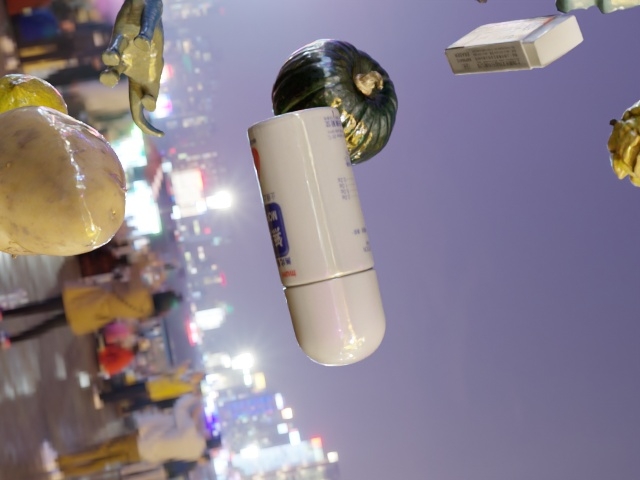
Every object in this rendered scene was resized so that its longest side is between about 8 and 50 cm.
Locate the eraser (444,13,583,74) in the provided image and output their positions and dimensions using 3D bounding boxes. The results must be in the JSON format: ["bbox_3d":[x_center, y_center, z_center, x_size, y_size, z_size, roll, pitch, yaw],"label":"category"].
[{"bbox_3d":[0.162,-0.166,0.927,0.122,0.052,0.029,10,-49,60],"label":"eraser"}]

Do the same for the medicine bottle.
[{"bbox_3d":[0.000,0.000,1.469,0.130,0.130,0.341,168,-92,-83],"label":"medicine bottle"}]

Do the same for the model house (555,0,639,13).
[{"bbox_3d":[0.403,-0.490,1.337,0.329,0.295,0.251,71,5,-53],"label":"model house"}]

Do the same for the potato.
[{"bbox_3d":[-0.269,-0.054,1.083,0.128,0.235,0.161,55,51,-41],"label":"potato"}]

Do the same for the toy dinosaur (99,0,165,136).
[{"bbox_3d":[-0.204,-0.257,1.329,0.247,0.075,0.188,87,16,-53],"label":"toy dinosaur"}]

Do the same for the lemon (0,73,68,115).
[{"bbox_3d":[-0.369,-0.152,1.358,0.133,0.109,0.109,113,-34,-67],"label":"lemon"}]

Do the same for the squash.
[{"bbox_3d":[0.026,-0.220,1.740,0.172,0.218,0.218,-57,-152,25],"label":"squash"}]

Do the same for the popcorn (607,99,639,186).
[{"bbox_3d":[0.564,-0.168,1.859,0.152,0.148,0.167,35,-49,16],"label":"popcorn"}]

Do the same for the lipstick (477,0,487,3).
[{"bbox_3d":[0.169,-0.291,1.252,0.176,0.027,0.027,-106,-172,-72],"label":"lipstick"}]
